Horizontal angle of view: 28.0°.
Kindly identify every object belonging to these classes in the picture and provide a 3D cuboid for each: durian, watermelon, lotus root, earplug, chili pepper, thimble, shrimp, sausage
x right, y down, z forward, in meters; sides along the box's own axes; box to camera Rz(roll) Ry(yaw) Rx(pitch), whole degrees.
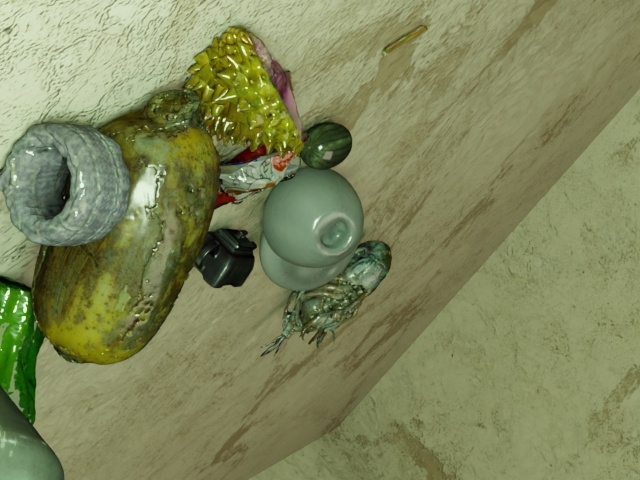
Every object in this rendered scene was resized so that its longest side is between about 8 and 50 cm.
[{"bbox_3d":[-0.088,-0.181,1.757,0.154,0.186,0.260,-47,151,2],"label":"durian"},{"bbox_3d":[0.011,-0.160,2.158,0.110,0.078,0.078,-23,157,-46],"label":"watermelon"},{"bbox_3d":[-0.250,-0.014,1.684,0.398,0.195,0.179,-67,164,17],"label":"lotus root"},{"bbox_3d":[-0.008,-0.010,2.336,0.214,0.175,0.325,-35,164,-11],"label":"earplug"},{"bbox_3d":[-0.484,0.201,1.851,0.167,0.213,0.385,14,114,-17],"label":"chili pepper"},{"bbox_3d":[-0.310,-0.069,1.556,0.150,0.150,0.097,-47,159,23],"label":"thimble"},{"bbox_3d":[0.003,0.123,2.835,0.372,0.137,0.172,-45,128,-9],"label":"shrimp"},{"bbox_3d":[0.138,-0.328,2.104,0.100,0.015,0.015,-34,163,-19],"label":"sausage"}]

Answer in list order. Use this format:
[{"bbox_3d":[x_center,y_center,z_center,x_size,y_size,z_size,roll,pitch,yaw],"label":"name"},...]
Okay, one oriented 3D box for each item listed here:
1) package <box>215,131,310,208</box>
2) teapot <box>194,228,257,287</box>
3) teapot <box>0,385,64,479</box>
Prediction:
[{"bbox_3d":[-0.139,-0.095,2.031,0.269,0.071,0.194,-22,157,-14],"label":"package"},{"bbox_3d":[-0.162,0.020,2.235,0.096,0.087,0.177,-49,162,15],"label":"teapot"},{"bbox_3d":[-0.524,0.253,1.556,0.376,0.362,0.306,-24,142,-7],"label":"teapot"}]
